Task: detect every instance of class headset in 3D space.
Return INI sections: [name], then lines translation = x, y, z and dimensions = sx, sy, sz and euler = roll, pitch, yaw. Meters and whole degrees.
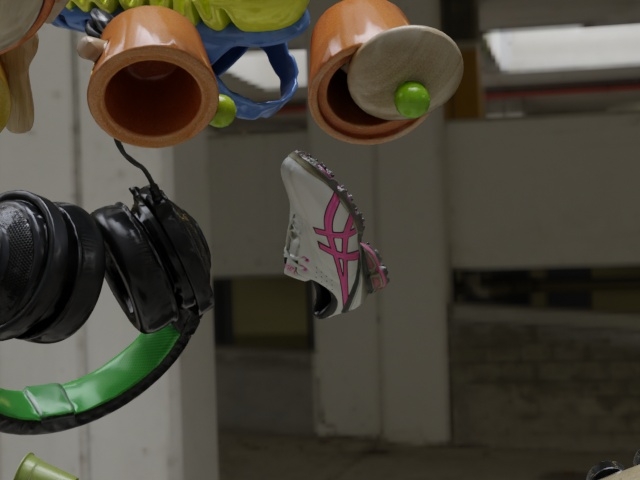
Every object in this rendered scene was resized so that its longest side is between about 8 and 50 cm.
[headset]
translation = -0.214, 0.001, 1.132
dimensions = 0.243, 0.394, 0.185
euler = -5, 43, -38

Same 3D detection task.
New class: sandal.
[sandal]
translation = -0.132, -0.187, 1.137
dimensions = 0.317, 0.138, 0.126
euler = 18, 42, 40

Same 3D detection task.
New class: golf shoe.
[golf shoe]
translation = 0.000, 0.000, 1.181
dimensions = 0.086, 0.186, 0.067
euler = -36, 38, -13

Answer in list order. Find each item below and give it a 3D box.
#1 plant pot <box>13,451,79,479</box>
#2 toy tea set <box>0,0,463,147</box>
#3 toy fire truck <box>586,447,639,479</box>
[plant pot]
translation = -0.386, 0.351, 1.785
dimensions = 0.079, 0.083, 0.083
euler = 15, 1, 7
[toy tea set]
translation = -0.086, -0.105, 0.654
dimensions = 0.336, 0.124, 0.200
euler = -3, -45, -8
[toy fire truck]
translation = 0.377, 0.389, 1.507
dimensions = 0.217, 0.246, 0.158
euler = -23, 6, 6
